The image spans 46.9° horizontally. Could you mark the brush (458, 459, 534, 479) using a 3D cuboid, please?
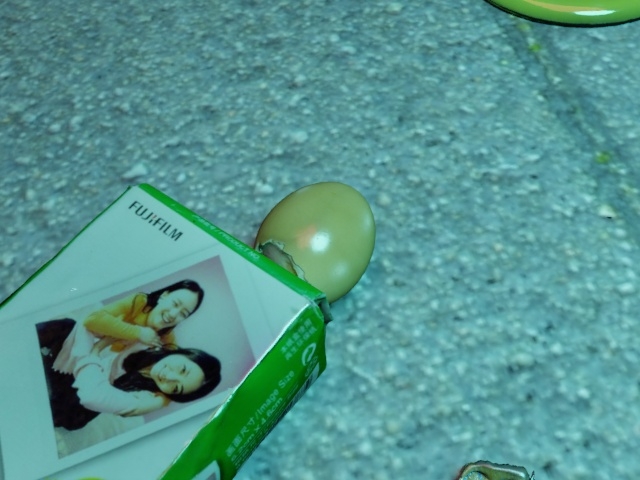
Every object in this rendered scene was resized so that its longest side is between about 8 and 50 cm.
[{"bbox_3d":[0.093,0.204,0.408,0.051,0.014,0.164,5,58,10],"label":"brush"}]

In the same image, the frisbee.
[{"bbox_3d":[0.251,-0.293,0.725,0.236,0.017,0.236,-3,56,4],"label":"frisbee"}]

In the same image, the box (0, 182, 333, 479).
[{"bbox_3d":[-0.126,0.101,0.448,0.180,0.103,0.250,31,64,24],"label":"box"}]

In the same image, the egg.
[{"bbox_3d":[0.000,0.000,0.517,0.080,0.080,0.096,33,57,25],"label":"egg"}]
